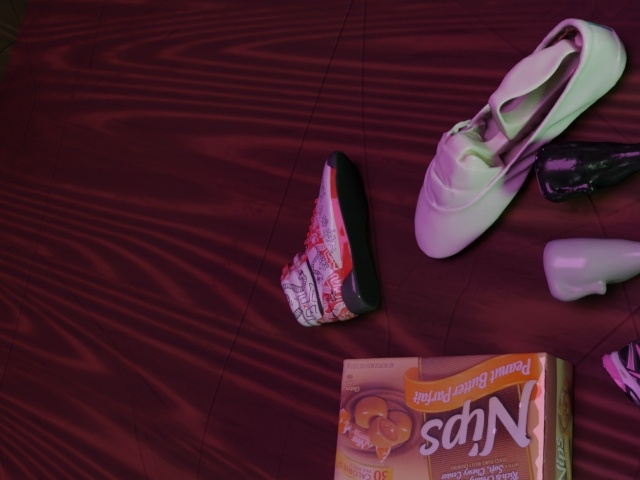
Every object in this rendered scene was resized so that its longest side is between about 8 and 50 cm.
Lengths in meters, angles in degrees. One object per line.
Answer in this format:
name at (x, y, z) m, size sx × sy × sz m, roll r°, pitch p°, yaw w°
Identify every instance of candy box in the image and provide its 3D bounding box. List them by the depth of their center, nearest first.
candy box at (0.171, 0.249, 1.273) m, size 0.316 × 0.087 × 0.183 m, roll -7°, pitch 71°, yaw 37°

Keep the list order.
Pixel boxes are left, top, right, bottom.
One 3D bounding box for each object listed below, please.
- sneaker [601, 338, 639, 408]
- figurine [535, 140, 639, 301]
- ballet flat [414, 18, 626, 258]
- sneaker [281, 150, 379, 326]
sneaker at (0.407, 0.184, 1.116) m, size 0.077 × 0.072 × 0.178 m, roll -40°, pitch 59°, yaw 10°
figurine at (0.386, -0.037, 1.198) m, size 0.209 × 0.092 × 0.215 m, roll -12°, pitch 69°, yaw 32°
ballet flat at (0.244, -0.147, 1.318) m, size 0.400 × 0.139 × 0.139 m, roll -48°, pitch 51°, yaw 17°
sneaker at (-0.001, 0.000, 1.496) m, size 0.145 × 0.090 × 0.270 m, roll -21°, pitch 65°, yaw 30°
